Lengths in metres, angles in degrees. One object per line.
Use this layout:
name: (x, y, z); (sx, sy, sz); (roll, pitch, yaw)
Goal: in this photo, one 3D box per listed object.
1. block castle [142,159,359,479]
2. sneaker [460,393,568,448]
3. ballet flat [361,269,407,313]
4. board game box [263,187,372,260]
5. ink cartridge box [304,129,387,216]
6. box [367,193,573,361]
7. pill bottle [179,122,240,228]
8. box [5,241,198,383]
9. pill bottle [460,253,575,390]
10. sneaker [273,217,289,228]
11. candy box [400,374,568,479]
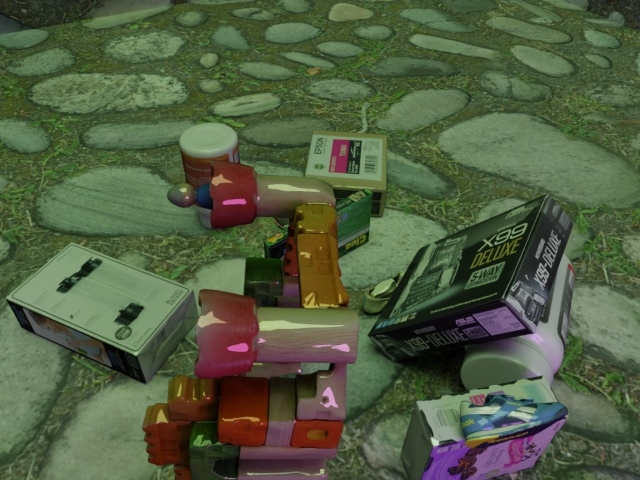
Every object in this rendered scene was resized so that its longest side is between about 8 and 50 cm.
block castle: (-0.103, 0.154, 0.725); (0.213, 0.453, 0.303); (3, 43, -9)
sneaker: (0.245, 0.220, 0.705); (0.144, 0.053, 0.059); (-7, 52, -11)
ballet flat: (0.153, 0.091, 1.085); (0.168, 0.052, 0.057); (-27, 48, -28)
board game box: (0.000, 0.000, 1.120); (0.260, 0.136, 0.030); (-28, 47, -29)
ink cartridge box: (0.063, -0.168, 1.339); (0.193, 0.088, 0.234); (5, 43, 2)
box: (0.246, 0.071, 0.930); (0.076, 0.307, 0.242); (45, 54, -12)
pill bottle: (-0.232, -0.134, 1.199); (0.121, 0.216, 0.121); (1, 42, -1)
box: (-0.392, 0.123, 1.010); (0.290, 0.087, 0.169); (18, 45, 16)
pill bottle: (0.341, 0.141, 0.957); (0.161, 0.161, 0.283); (18, 45, 17)
sneaker: (-0.084, -0.090, 1.266); (0.061, 0.064, 0.158); (-11, 44, -13)
candy box: (0.228, 0.283, 0.796); (0.196, 0.164, 0.070); (-9, 45, -10)
